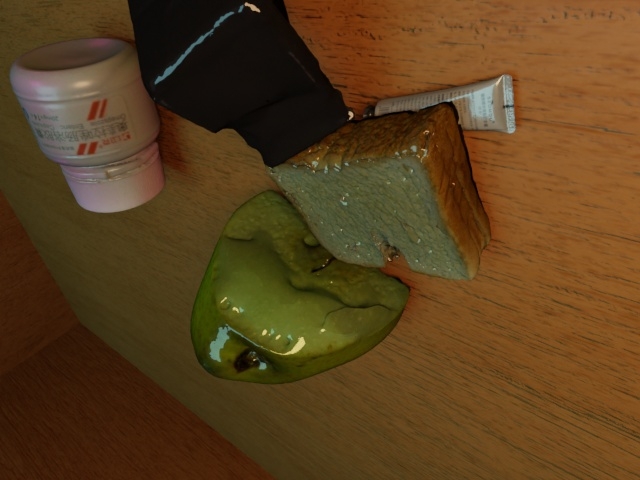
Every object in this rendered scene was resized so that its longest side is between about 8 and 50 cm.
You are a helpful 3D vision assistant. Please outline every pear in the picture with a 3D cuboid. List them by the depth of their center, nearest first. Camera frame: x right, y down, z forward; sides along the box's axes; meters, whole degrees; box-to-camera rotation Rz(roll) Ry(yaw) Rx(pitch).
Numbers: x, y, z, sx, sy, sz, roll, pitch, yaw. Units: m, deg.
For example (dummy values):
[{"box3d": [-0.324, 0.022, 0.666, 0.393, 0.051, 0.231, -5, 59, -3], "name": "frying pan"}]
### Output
[{"box3d": [-0.073, 0.120, 0.810, 0.342, 0.318, 0.239, 37, 138, 17], "name": "pear"}]

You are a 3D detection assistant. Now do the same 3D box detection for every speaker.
[{"box3d": [-0.112, -0.304, 0.570, 0.179, 0.184, 0.389, -24, 72, 29], "name": "speaker"}]

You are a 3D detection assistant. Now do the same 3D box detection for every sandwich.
[{"box3d": [0.083, -0.056, 0.659, 0.273, 0.095, 0.249, 6, 141, 43], "name": "sandwich"}]

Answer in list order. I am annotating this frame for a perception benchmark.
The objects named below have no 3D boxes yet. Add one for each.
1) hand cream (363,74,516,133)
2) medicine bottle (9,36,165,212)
[{"box3d": [0.142, -0.161, 0.585, 0.194, 0.042, 0.067, 7, 118, 38], "name": "hand cream"}, {"box3d": [-0.456, -0.235, 0.975, 0.241, 0.241, 0.302, 25, 137, 30], "name": "medicine bottle"}]
